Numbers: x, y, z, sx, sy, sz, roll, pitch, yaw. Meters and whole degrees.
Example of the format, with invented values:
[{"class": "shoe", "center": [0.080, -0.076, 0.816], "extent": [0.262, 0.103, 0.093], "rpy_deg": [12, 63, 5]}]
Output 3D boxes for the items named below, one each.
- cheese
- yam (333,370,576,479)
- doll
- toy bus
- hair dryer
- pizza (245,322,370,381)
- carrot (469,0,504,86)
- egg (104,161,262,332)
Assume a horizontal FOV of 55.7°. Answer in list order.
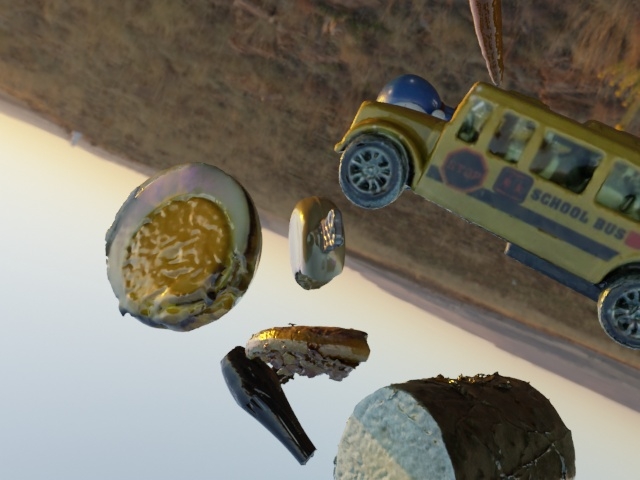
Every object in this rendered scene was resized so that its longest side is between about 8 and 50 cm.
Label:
[{"class": "cheese", "center": [0.000, 0.000, 1.003], "extent": [0.082, 0.164, 0.286], "rpy_deg": [-4, 176, -9]}, {"class": "yam", "center": [0.190, 0.306, 0.822], "extent": [0.348, 0.241, 0.240], "rpy_deg": [4, -166, -44]}, {"class": "doll", "center": [0.253, -0.291, 1.473], "extent": [0.256, 0.161, 0.215], "rpy_deg": [26, 173, -6]}, {"class": "toy bus", "center": [0.179, -0.027, 0.442], "extent": [0.335, 0.123, 0.121], "rpy_deg": [29, -161, 15]}, {"class": "hair dryer", "center": [-0.068, 0.352, 1.485], "extent": [0.304, 0.120, 0.359], "rpy_deg": [46, -156, 9]}, {"class": "pizza", "center": [-0.027, 0.215, 1.140], "extent": [0.305, 0.086, 0.161], "rpy_deg": [-12, 147, 40]}, {"class": "carrot", "center": [0.251, -0.393, 0.922], "extent": [0.069, 0.069, 0.336], "rpy_deg": [23, 145, 45]}, {"class": "egg", "center": [-0.189, 0.022, 0.975], "extent": [0.286, 0.265, 0.174], "rpy_deg": [1, 163, 31]}]
